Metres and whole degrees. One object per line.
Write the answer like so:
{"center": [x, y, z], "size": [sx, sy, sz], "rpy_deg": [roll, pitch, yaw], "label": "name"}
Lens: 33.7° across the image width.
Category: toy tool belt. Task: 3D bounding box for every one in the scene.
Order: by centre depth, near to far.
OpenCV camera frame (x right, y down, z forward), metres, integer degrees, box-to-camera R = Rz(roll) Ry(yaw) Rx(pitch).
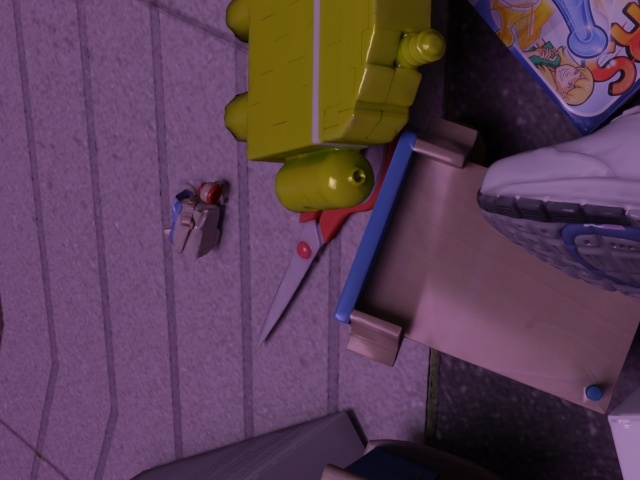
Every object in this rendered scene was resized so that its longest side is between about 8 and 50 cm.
{"center": [-0.122, -0.026, 0.988], "size": [0.051, 0.052, 0.083], "rpy_deg": [29, 125, 21], "label": "toy tool belt"}

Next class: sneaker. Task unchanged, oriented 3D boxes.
{"center": [0.233, -0.043, 0.599], "size": [0.297, 0.129, 0.111], "rpy_deg": [-3, 151, 31], "label": "sneaker"}

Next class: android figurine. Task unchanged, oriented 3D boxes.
{"center": [0.004, -0.145, 0.749], "size": [0.273, 0.056, 0.248], "rpy_deg": [-7, 82, 62], "label": "android figurine"}

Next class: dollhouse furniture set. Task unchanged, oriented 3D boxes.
{"center": [0.162, 0.094, 0.768], "size": [0.286, 0.198, 0.303], "rpy_deg": [19, 90, 12], "label": "dollhouse furniture set"}

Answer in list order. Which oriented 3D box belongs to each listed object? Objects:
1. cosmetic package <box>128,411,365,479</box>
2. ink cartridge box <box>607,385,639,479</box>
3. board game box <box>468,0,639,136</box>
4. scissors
{"center": [-0.091, 0.314, 1.034], "size": [0.365, 0.155, 0.197], "rpy_deg": [-28, 90, 45], "label": "cosmetic package"}
{"center": [0.289, 0.122, 0.539], "size": [0.168, 0.233, 0.171], "rpy_deg": [-9, 102, 45], "label": "ink cartridge box"}
{"center": [0.190, -0.177, 0.642], "size": [0.136, 0.035, 0.201], "rpy_deg": [52, 134, 13], "label": "board game box"}
{"center": [0.000, 0.000, 0.905], "size": [0.109, 0.021, 0.297], "rpy_deg": [31, 125, 28], "label": "scissors"}
